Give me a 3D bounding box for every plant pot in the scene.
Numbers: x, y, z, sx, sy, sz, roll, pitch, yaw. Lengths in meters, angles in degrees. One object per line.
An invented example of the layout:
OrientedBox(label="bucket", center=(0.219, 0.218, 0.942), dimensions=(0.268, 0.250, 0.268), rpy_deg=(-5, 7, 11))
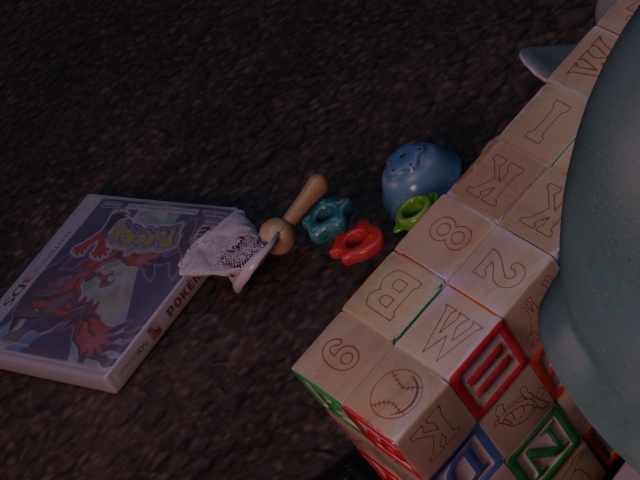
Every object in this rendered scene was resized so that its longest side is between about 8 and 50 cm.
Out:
OrientedBox(label="plant pot", center=(0.225, 0.017, 0.926), dimensions=(0.196, 0.293, 0.293), rpy_deg=(-51, 26, 24))

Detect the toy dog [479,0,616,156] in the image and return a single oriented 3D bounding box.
OrientedBox(label="toy dog", center=(0.220, -0.107, 1.310), dimensions=(0.220, 0.161, 0.333), rpy_deg=(-38, 33, -5))

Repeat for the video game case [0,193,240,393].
OrientedBox(label="video game case", center=(-0.177, 0.037, 1.610), dimensions=(0.201, 0.023, 0.183), rpy_deg=(7, 51, 46))

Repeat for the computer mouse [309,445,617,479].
OrientedBox(label="computer mouse", center=(0.059, 0.184, 1.185), dimensions=(0.262, 0.060, 0.184), rpy_deg=(-39, 40, -13))

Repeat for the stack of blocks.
OrientedBox(label="stack of blocks", center=(0.142, 0.022, 1.096), dimensions=(0.297, 0.171, 0.087), rpy_deg=(-48, 47, -10))

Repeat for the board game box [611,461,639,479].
OrientedBox(label="board game box", center=(0.241, 0.178, 0.999), dimensions=(0.233, 0.078, 0.347), rpy_deg=(11, 54, 49))

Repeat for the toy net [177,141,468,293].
OrientedBox(label="toy net", center=(0.000, 0.000, 1.483), dimensions=(0.232, 0.045, 0.122), rpy_deg=(-23, 36, 21))
